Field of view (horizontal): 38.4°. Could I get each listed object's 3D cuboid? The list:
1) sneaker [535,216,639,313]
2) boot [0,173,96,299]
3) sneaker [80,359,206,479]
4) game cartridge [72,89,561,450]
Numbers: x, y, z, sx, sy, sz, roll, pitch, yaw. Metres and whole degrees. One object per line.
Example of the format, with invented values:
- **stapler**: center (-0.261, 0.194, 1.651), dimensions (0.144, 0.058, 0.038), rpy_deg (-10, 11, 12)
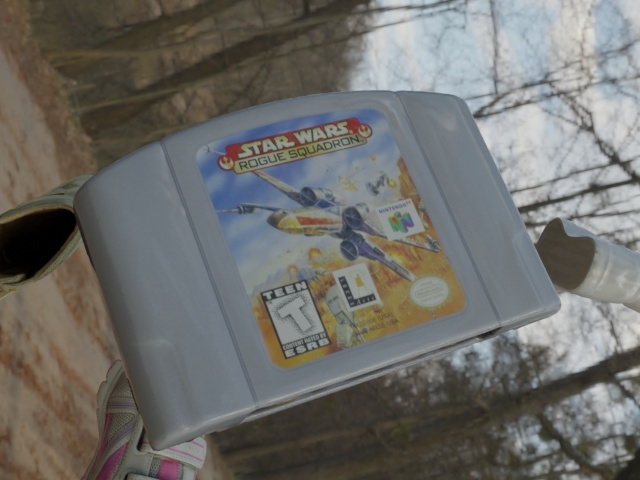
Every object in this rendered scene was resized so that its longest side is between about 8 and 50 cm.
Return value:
- **sneaker**: center (0.403, 0.047, 1.285), dimensions (0.292, 0.169, 0.108), rpy_deg (-96, -155, -81)
- **boot**: center (-0.301, 0.015, 0.879), dimensions (0.077, 0.213, 0.165), rpy_deg (57, 4, -12)
- **sneaker**: center (-0.137, 0.192, 0.749), dimensions (0.111, 0.103, 0.252), rpy_deg (29, -84, 53)
- **game cartridge**: center (0.000, 0.000, 0.616), dimensions (0.198, 0.297, 0.062), rpy_deg (69, -23, 12)
